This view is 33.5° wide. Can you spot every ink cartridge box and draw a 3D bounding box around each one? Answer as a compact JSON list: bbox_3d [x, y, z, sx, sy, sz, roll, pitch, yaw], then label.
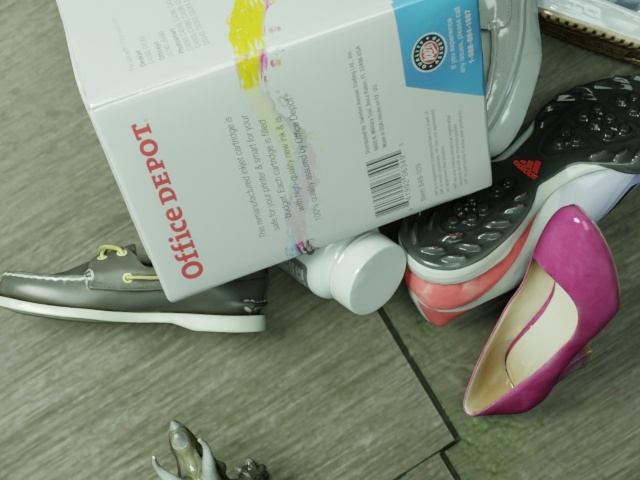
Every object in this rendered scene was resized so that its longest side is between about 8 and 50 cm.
[{"bbox_3d":[-0.037,-0.122,0.810,0.270,0.197,0.198,-20,136,-6],"label":"ink cartridge box"}]

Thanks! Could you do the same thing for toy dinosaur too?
[{"bbox_3d":[-0.012,0.262,0.881,0.313,0.160,0.121,29,88,-6],"label":"toy dinosaur"}]

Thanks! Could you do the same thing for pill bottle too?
[{"bbox_3d":[0.000,0.000,0.882,0.137,0.078,0.078,35,87,34],"label":"pill bottle"}]

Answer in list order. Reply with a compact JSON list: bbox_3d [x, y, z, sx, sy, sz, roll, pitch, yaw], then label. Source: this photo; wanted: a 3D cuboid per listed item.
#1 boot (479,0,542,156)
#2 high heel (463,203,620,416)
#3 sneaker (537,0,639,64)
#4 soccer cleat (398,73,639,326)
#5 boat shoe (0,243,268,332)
[{"bbox_3d":[0.115,-0.204,0.891,0.123,0.095,0.258,16,70,-23],"label":"boot"},{"bbox_3d":[0.171,0.067,0.878,0.117,0.244,0.082,-27,61,-12],"label":"high heel"},{"bbox_3d":[0.326,-0.225,0.939,0.282,0.099,0.153,18,91,-5],"label":"sneaker"},{"bbox_3d":[0.203,-0.040,0.939,0.318,0.116,0.108,-32,56,-18],"label":"soccer cleat"},{"bbox_3d":[-0.157,0.037,0.899,0.227,0.081,0.069,5,88,-14],"label":"boat shoe"}]
